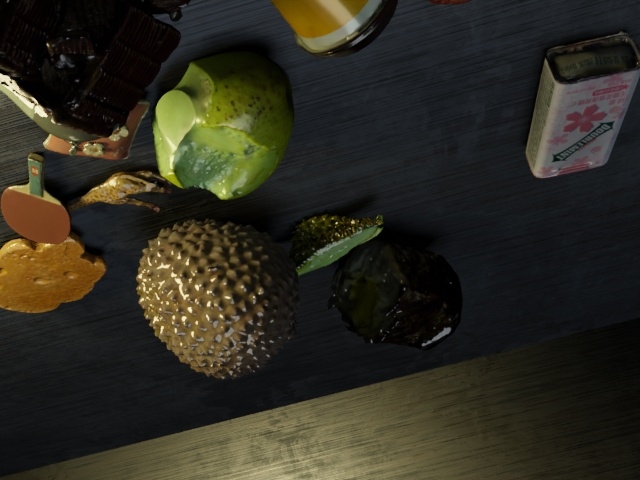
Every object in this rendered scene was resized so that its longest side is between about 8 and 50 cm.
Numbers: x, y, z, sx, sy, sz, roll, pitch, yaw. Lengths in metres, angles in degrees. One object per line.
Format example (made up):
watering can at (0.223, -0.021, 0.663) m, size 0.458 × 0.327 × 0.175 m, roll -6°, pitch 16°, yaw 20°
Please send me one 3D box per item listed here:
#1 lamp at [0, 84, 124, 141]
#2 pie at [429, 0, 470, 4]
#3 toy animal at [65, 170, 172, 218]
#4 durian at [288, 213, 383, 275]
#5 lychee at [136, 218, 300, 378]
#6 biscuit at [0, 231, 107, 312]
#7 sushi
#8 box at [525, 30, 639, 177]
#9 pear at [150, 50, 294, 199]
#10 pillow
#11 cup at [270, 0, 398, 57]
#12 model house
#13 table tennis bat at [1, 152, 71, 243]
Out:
lamp at (-0.449, -0.289, 1.223) m, size 0.314 × 0.182 × 0.182 m, roll 36°, pitch 129°, yaw -28°
pie at (0.234, -0.461, 1.263) m, size 0.183 × 0.049 × 0.182 m, roll -6°, pitch 158°, yaw -3°
toy animal at (-0.456, -0.097, 1.658) m, size 0.276 × 0.054 × 0.149 m, roll -11°, pitch 157°, yaw -8°
durian at (0.000, 0.004, 1.973) m, size 0.375 × 0.106 × 0.132 m, roll -25°, pitch 148°, yaw 21°
lychee at (-0.238, 0.133, 1.826) m, size 0.432 × 0.380 × 0.380 m, roll 28°, pitch 137°, yaw -19°
biscuit at (-0.690, 0.076, 1.880) m, size 0.269 × 0.051 × 0.376 m, roll 15°, pitch 141°, yaw -37°
sushi at (0.213, 0.148, 2.142) m, size 0.294 × 0.299 × 0.281 m, roll 10°, pitch 117°, yaw -40°
box at (0.571, -0.289, 1.675) m, size 0.190 × 0.112 × 0.369 m, roll -13°, pitch 150°, yaw 0°
pear at (-0.152, -0.219, 1.437) m, size 0.286 × 0.176 × 0.282 m, roll 13°, pitch 141°, yaw -41°
pillow at (-0.426, -0.210, 1.438) m, size 0.171 × 0.075 × 0.179 m, roll 3°, pitch 149°, yaw -28°
cup at (-0.016, -0.414, 1.131) m, size 0.196 × 0.196 × 0.280 m, roll -27°, pitch 140°, yaw 25°
model house at (-0.345, -0.293, 1.031) m, size 0.297 × 0.282 × 0.317 m, roll -8°, pitch 176°, yaw 7°
table tennis bat at (-0.604, -0.082, 1.613) m, size 0.154 × 0.021 × 0.274 m, roll 18°, pitch 138°, yaw -6°
